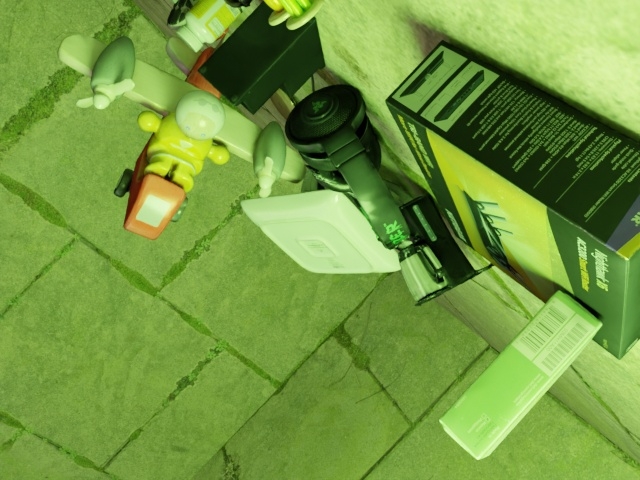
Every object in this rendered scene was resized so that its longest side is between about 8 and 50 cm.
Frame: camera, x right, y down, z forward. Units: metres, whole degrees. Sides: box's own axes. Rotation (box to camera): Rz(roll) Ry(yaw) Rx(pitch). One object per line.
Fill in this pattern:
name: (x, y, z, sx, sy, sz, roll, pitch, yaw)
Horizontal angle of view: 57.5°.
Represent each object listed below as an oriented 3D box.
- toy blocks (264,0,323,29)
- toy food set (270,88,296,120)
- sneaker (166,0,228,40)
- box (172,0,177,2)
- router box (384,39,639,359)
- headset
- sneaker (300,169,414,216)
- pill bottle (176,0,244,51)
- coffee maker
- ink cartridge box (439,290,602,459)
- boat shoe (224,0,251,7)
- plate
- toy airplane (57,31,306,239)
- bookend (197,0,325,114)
toy blocks: (-0.073, -0.317, 0.660, 0.148, 0.054, 0.123, 45, 180, -32)
toy food set: (-0.084, -0.338, 1.407, 0.192, 0.038, 0.132, 57, 170, -28)
sneaker: (-0.243, -0.465, 1.204, 0.118, 0.107, 0.279, 25, -170, -20)
box: (-0.231, -0.441, 0.854, 0.130, 0.091, 0.170, 44, 180, -20)
router box: (0.214, -0.023, 0.568, 0.243, 0.081, 0.309, 43, 180, 35)
headset: (0.004, -0.149, 0.965, 0.394, 0.185, 0.243, 61, -175, 18)
sneaker: (0.093, -0.030, 1.293, 0.210, 0.137, 0.366, 14, 156, 20)
pill bottle: (-0.192, -0.384, 1.006, 0.065, 0.116, 0.065, 44, 179, 1)
coffee maker: (0.207, 0.011, 1.096, 0.120, 0.171, 0.178, -40, 74, 52)
ink cartridge box: (0.217, 0.154, 0.636, 0.056, 0.171, 0.235, 42, 180, 27)
boat shoe: (-0.124, -0.366, 0.846, 0.056, 0.049, 0.152, 44, 180, -27)
plate: (0.000, 0.000, 1.228, 0.277, 0.045, 0.278, -4, 144, 40)
toy airplane: (-0.237, -0.233, 1.099, 0.272, 0.386, 0.384, -6, 105, 63)
bookend: (-0.076, -0.248, 0.834, 0.072, 0.156, 0.157, 43, 180, 8)
